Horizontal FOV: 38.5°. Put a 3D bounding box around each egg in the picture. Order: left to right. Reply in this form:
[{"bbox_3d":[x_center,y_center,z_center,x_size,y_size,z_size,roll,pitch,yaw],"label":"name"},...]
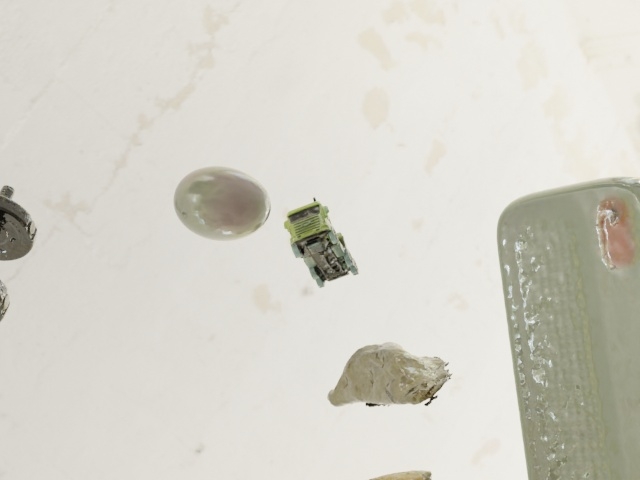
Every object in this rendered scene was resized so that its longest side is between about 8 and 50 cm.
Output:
[{"bbox_3d":[-0.136,-0.051,1.269,0.135,0.103,0.103,8,-99,-11],"label":"egg"}]

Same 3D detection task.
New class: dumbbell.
[{"bbox_3d":[-0.535,0.030,1.428,0.143,0.143,0.325,52,-149,-37],"label":"dumbbell"}]

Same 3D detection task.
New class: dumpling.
[{"bbox_3d":[0.129,0.227,1.636,0.166,0.332,0.086,-39,-77,-28],"label":"dumpling"}]

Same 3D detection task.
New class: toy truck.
[{"bbox_3d":[0.000,0.000,1.456,0.169,0.077,0.100,55,-164,-56],"label":"toy truck"}]

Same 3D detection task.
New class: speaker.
[{"bbox_3d":[0.287,0.142,0.844,0.184,0.183,0.406,3,-103,-52],"label":"speaker"}]

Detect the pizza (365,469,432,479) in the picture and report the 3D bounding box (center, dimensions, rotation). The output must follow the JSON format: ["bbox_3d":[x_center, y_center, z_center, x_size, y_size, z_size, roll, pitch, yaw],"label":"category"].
[{"bbox_3d":[0.042,0.373,1.109,0.271,0.134,0.056,-44,-22,-25],"label":"pizza"}]
